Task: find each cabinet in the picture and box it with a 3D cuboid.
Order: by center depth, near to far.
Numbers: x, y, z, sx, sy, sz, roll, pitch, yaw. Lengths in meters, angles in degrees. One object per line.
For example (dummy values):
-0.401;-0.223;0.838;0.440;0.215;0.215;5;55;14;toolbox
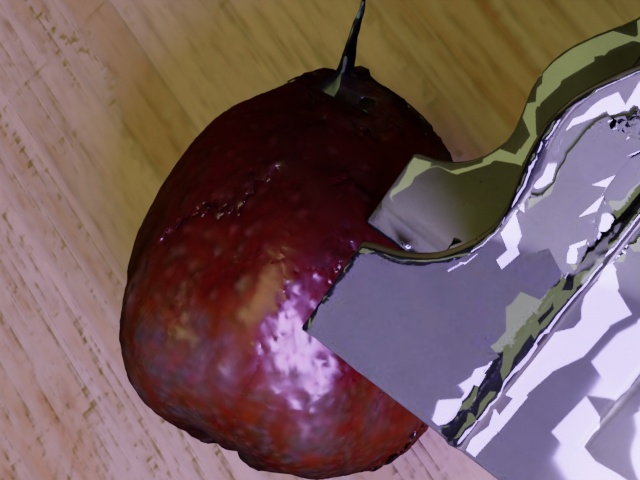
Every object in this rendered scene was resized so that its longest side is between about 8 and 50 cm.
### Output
0.193;0.015;0.659;0.318;0.290;0.227;37;101;0;cabinet

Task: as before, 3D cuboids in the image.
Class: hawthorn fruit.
0.000;0.000;0.876;0.181;0.181;0.235;24;98;27;hawthorn fruit
